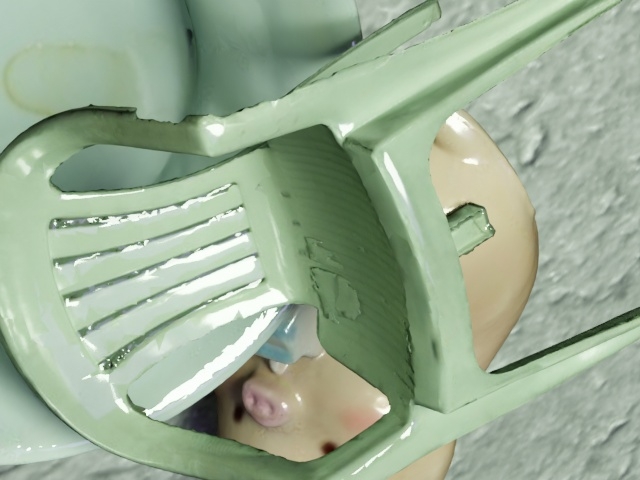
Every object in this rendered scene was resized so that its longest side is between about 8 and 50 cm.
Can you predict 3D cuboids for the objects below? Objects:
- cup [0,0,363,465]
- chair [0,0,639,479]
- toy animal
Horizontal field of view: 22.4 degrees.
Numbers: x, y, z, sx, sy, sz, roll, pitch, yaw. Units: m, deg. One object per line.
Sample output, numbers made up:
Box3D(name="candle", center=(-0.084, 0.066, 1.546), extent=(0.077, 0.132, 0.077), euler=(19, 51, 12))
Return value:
Box3D(name="cup", center=(-0.163, -0.072, 0.848), extent=(0.347, 0.163, 0.347), euler=(-11, 114, -27))
Box3D(name="chair", center=(0.000, 0.000, 0.778), extent=(0.275, 0.190, 0.203), euler=(-27, 115, -28))
Box3D(name="toy animal", center=(0.029, 0.058, 0.986), extent=(0.256, 0.195, 0.213), euler=(-58, 147, -9))
